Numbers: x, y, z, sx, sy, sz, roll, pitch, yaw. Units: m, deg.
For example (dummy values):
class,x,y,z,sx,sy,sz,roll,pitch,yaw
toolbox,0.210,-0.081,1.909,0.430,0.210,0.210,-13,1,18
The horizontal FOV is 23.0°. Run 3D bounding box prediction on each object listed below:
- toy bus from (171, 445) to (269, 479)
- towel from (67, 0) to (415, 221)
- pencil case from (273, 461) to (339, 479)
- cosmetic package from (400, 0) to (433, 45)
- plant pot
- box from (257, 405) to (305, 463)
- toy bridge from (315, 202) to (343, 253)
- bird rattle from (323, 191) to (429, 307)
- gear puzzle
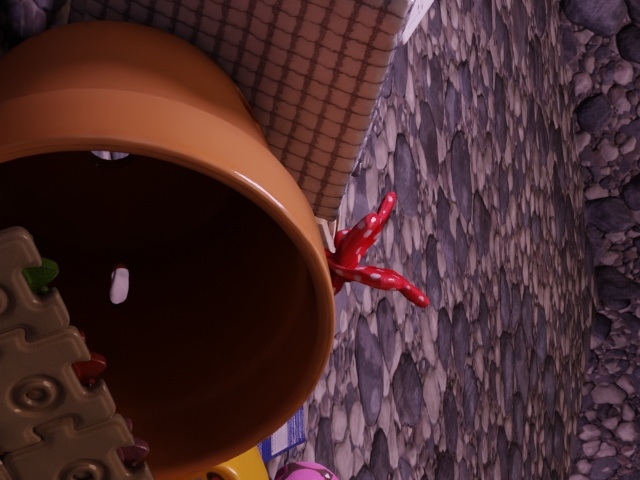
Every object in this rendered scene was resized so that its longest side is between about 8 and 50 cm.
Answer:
class,x,y,z,sx,sy,sz,roll,pitch,yaw
toy bus,-0.109,0.208,1.175,0.332,0.130,0.108,-117,-172,-85
towel,-0.055,-0.158,1.125,0.283,0.235,0.121,107,6,-55
pencil case,-0.028,0.327,1.592,0.098,0.095,0.209,40,41,-18
cosmetic package,-0.030,-0.297,1.429,0.138,0.224,0.224,-60,144,-57
plant pot,-0.141,-0.010,1.032,0.203,0.291,0.291,-96,170,-49
box,-0.069,0.156,1.565,0.225,0.037,0.136,-11,99,-73
toy bridge,0.000,0.000,1.805,0.188,0.026,0.063,-72,154,-45
bird rattle,-0.047,0.044,1.352,0.207,0.254,0.143,-24,113,-45
gear puzzle,-0.227,0.059,0.921,0.044,0.175,0.339,-108,179,-50
